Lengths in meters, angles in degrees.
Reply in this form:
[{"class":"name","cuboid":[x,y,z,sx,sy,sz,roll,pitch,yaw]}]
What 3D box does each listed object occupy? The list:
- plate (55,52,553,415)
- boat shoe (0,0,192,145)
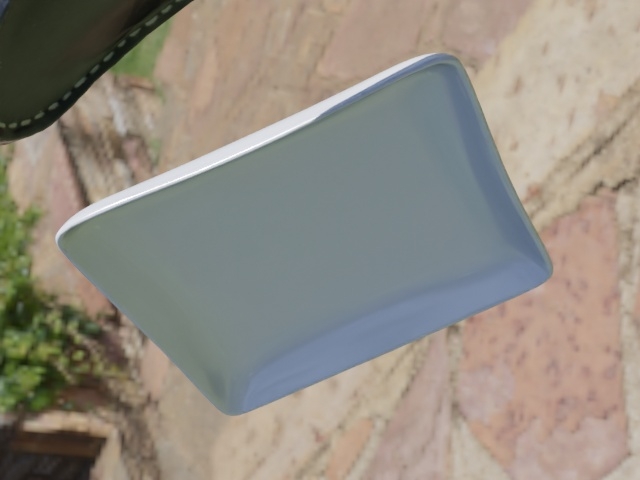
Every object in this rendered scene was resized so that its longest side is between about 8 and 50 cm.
[{"class":"plate","cuboid":[0.000,0.000,0.950,0.277,0.278,0.045,-25,52,8]},{"class":"boat shoe","cuboid":[-0.007,-0.205,0.598,0.500,0.187,0.156,-43,76,10]}]
